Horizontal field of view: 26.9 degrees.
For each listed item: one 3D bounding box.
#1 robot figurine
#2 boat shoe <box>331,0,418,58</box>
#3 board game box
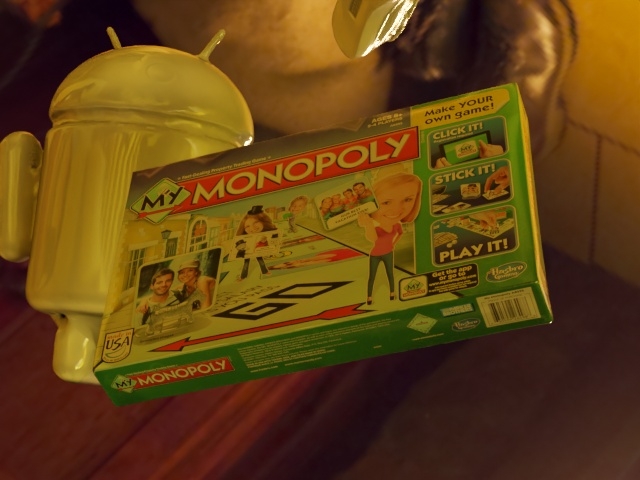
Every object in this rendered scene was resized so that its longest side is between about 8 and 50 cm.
[{"bbox_3d":[-0.172,-0.034,1.289,0.300,0.353,0.200,6,173,5],"label":"robot figurine"},{"bbox_3d":[0.064,-0.225,1.187,0.066,0.063,0.184,58,155,20],"label":"boat shoe"},{"bbox_3d":[0.000,0.000,0.980,0.317,0.213,0.046,-13,133,14],"label":"board game box"}]
